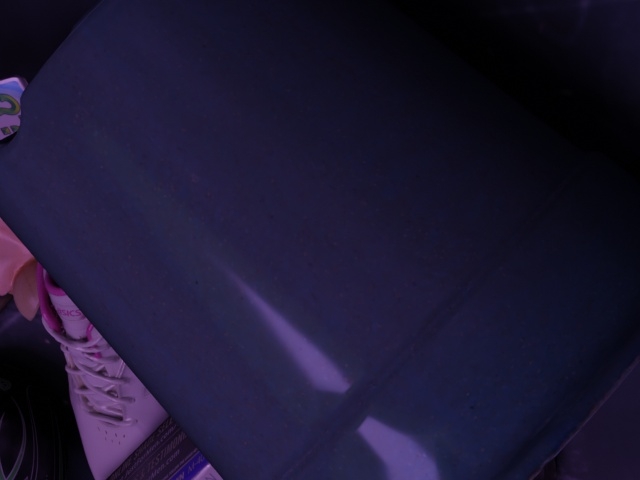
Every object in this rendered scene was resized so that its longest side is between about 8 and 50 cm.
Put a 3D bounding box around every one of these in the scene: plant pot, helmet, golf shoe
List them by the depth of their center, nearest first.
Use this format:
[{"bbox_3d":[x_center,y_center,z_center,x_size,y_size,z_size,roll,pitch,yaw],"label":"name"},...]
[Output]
[{"bbox_3d":[0.000,0.000,0.820,0.334,0.341,0.341,43,134,5],"label":"plant pot"},{"bbox_3d":[-0.164,0.067,1.012,0.115,0.140,0.306,5,103,25],"label":"golf shoe"},{"bbox_3d":[-0.307,0.211,1.222,0.169,0.161,0.169,-4,127,-5],"label":"helmet"}]

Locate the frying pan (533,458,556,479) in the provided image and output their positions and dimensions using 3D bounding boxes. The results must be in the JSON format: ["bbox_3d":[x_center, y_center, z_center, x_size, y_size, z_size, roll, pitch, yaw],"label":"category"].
[{"bbox_3d":[0.031,0.208,1.069,0.326,0.053,0.197,-30,118,23],"label":"frying pan"}]

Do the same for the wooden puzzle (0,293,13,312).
[{"bbox_3d":[-0.487,0.110,1.195,0.322,0.348,0.080,-44,59,44],"label":"wooden puzzle"}]

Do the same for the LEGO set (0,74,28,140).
[{"bbox_3d":[-0.297,-0.116,0.875,0.182,0.060,0.244,-11,126,19],"label":"LEGO set"}]

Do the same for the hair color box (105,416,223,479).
[{"bbox_3d":[0.004,0.254,1.013,0.339,0.110,0.185,33,120,-20],"label":"hair color box"}]

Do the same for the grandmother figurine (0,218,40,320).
[{"bbox_3d":[-0.356,-0.069,1.036,0.342,0.207,0.104,23,151,-13],"label":"grandmother figurine"}]
